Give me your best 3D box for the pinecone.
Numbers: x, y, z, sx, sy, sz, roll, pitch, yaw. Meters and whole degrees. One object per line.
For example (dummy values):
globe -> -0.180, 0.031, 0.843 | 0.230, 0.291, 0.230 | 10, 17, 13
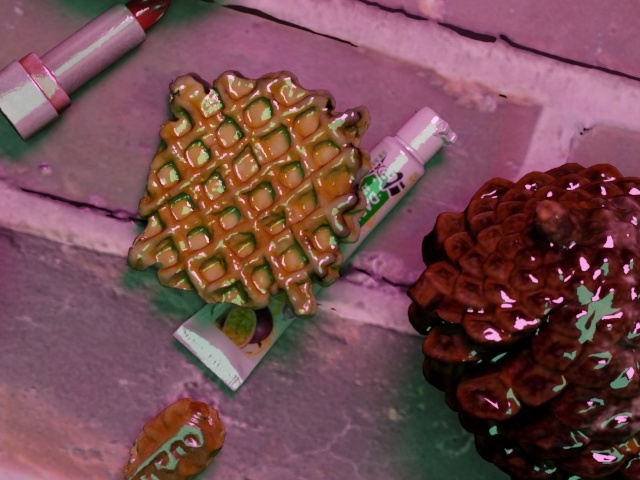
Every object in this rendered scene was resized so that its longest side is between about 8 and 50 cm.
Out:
pinecone -> 0.233, 0.083, 1.150 | 0.298, 0.242, 0.296 | -24, 102, -7

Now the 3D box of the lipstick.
lipstick -> -0.210, -0.168, 1.195 | 0.186, 0.057, 0.063 | -37, 94, -10

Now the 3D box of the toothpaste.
toothpaste -> 0.000, 0.000, 1.223 | 0.314, 0.056, 0.058 | -46, 52, 0

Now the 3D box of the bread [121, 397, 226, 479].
bread -> -0.136, 0.191, 1.203 | 0.110, 0.060, 0.066 | -45, 64, -4

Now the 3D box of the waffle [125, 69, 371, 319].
waffle -> -0.056, -0.047, 1.193 | 0.204, 0.054, 0.223 | 12, 82, 14
